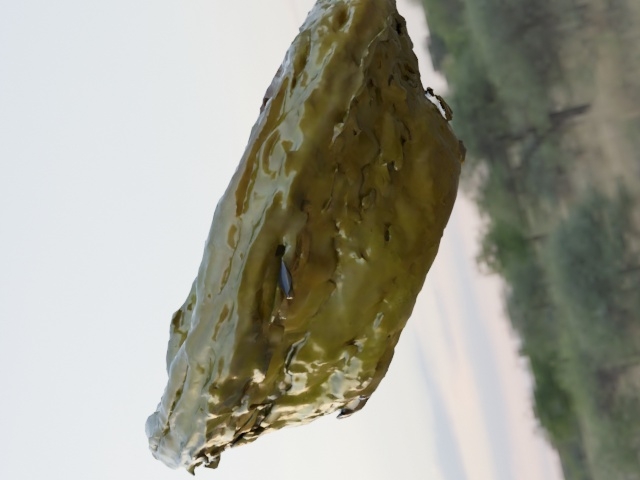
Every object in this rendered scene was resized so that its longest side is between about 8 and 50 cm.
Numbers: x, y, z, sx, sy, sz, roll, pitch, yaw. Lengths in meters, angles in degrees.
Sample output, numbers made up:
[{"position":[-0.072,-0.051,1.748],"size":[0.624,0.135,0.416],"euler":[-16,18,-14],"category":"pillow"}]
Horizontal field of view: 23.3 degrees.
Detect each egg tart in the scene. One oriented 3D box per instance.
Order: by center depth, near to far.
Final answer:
[{"position":[0.000,0.000,0.857],"size":[0.294,0.123,0.294],"euler":[-159,90,-85],"category":"egg tart"}]
